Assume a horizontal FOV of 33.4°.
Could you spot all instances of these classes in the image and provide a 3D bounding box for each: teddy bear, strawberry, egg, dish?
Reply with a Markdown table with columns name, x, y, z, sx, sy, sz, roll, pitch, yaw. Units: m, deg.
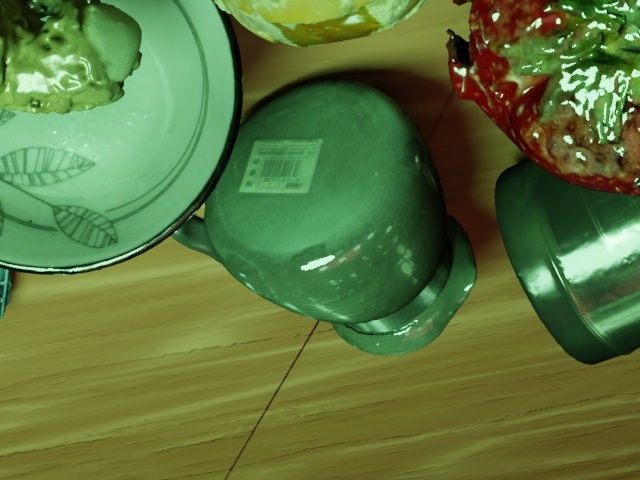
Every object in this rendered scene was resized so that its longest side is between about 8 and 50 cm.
| name | x | y | z | sx | sy | sz | roll | pitch | yaw |
| --- | --- | --- | --- | --- | --- | --- | --- | --- | --- |
| teddy bear | -0.276 | -0.214 | 0.773 | 0.267 | 0.156 | 0.256 | -7 | 99 | -35 |
| strawberry | 0.251 | -0.177 | 0.922 | 0.274 | 0.220 | 0.274 | 9 | 110 | 25 |
| egg | 0.013 | -0.248 | 0.807 | 0.233 | 0.195 | 0.195 | -25 | 136 | 26 |
| dish | -0.219 | -0.129 | 0.911 | 0.316 | 0.106 | 0.317 | 0 | 98 | 2 |

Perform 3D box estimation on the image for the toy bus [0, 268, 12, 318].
| name | x | y | z | sx | sy | sz | roll | pitch | yaw |
| --- | --- | --- | --- | --- | --- | --- | --- | --- | --- |
| toy bus | -0.365 | 0.024 | 1.153 | 0.065 | 0.047 | 0.166 | 4 | 136 | -19 |

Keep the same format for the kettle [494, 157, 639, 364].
| name | x | y | z | sx | sy | sz | roll | pitch | yaw |
| --- | --- | --- | --- | --- | --- | --- | --- | --- | --- |
| kettle | 0.389 | -0.039 | 1.081 | 0.324 | 0.228 | 0.321 | -27 | 169 | 29 |

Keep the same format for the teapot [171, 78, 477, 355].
| name | x | y | z | sx | sy | sz | roll | pitch | yaw |
| --- | --- | --- | --- | --- | --- | --- | --- | --- | --- |
| teapot | 0.009 | 0.016 | 1.087 | 0.305 | 0.223 | 0.285 | -27 | 142 | 16 |
